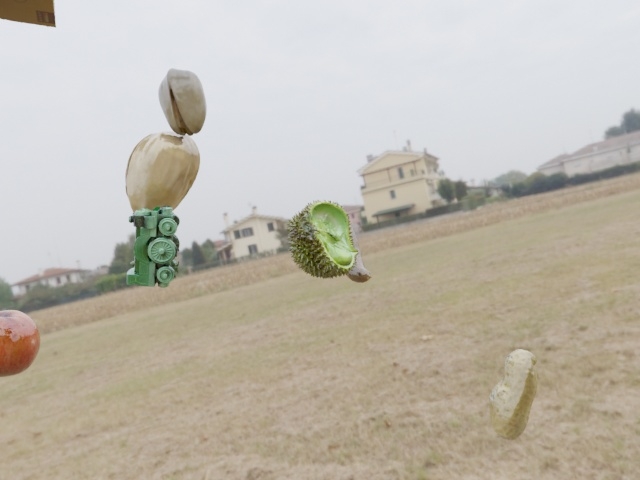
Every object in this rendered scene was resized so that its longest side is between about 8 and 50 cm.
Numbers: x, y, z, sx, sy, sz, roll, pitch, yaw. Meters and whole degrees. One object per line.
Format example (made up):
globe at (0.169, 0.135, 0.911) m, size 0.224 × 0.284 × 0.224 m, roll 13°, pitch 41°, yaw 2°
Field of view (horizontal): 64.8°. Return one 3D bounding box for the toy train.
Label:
toy train at (-0.350, 0.013, 1.063) m, size 0.104 × 0.178 × 0.071 m, roll 4°, pitch 14°, yaw -8°

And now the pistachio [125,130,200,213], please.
pistachio at (-0.380, -0.153, 1.192) m, size 0.157 × 0.230 × 0.157 m, roll 25°, pitch 0°, yaw 0°

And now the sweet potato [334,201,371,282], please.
sweet potato at (0.095, 0.020, 1.784) m, size 0.092 × 0.342 × 0.114 m, roll -6°, pitch -35°, yaw -18°

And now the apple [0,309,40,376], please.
apple at (-0.857, 0.267, 1.327) m, size 0.209 × 0.165 × 0.209 m, roll 9°, pitch 6°, yaw -1°

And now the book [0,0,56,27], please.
book at (-0.777, -0.582, 1.056) m, size 0.388 × 0.032 × 0.269 m, roll 2°, pitch -20°, yaw -22°

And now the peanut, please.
peanut at (0.373, 0.296, 0.978) m, size 0.080 × 0.175 × 0.080 m, roll 19°, pitch -12°, yaw 4°

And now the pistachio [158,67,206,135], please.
pistachio at (-0.311, -0.311, 1.143) m, size 0.112 × 0.149 × 0.113 m, roll -14°, pitch -3°, yaw -1°

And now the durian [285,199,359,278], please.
durian at (0.001, 0.004, 1.493) m, size 0.176 × 0.237 × 0.200 m, roll -23°, pitch 1°, yaw 33°
